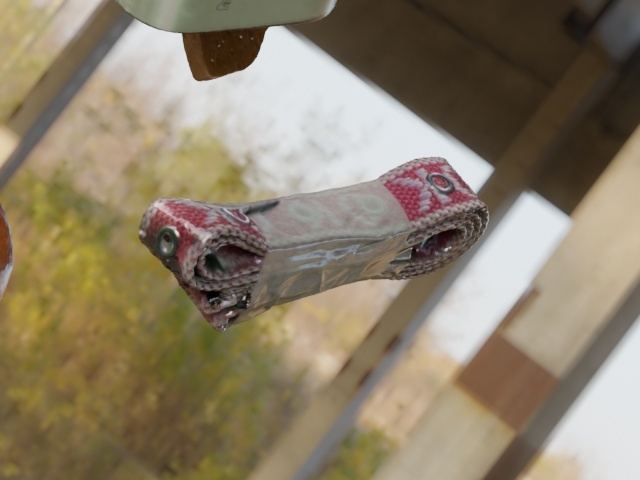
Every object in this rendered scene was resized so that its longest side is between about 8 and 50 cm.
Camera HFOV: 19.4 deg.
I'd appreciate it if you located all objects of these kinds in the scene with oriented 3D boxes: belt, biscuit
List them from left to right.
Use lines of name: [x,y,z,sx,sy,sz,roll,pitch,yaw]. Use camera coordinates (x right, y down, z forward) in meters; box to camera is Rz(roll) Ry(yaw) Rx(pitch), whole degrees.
biscuit: [-0.098,-0.265,2.011,0.029,0.220,0.142,0,-33,33]
belt: [0.000,0.000,1.012,0.232,0.071,0.053,-9,52,-44]

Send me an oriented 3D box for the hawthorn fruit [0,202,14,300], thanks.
hawthorn fruit: [-0.290,0.009,1.390,0.133,0.133,0.138,38,31,-8]

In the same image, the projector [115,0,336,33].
projector: [-0.086,-0.377,1.832,0.248,0.249,0.249,63,-33,30]
